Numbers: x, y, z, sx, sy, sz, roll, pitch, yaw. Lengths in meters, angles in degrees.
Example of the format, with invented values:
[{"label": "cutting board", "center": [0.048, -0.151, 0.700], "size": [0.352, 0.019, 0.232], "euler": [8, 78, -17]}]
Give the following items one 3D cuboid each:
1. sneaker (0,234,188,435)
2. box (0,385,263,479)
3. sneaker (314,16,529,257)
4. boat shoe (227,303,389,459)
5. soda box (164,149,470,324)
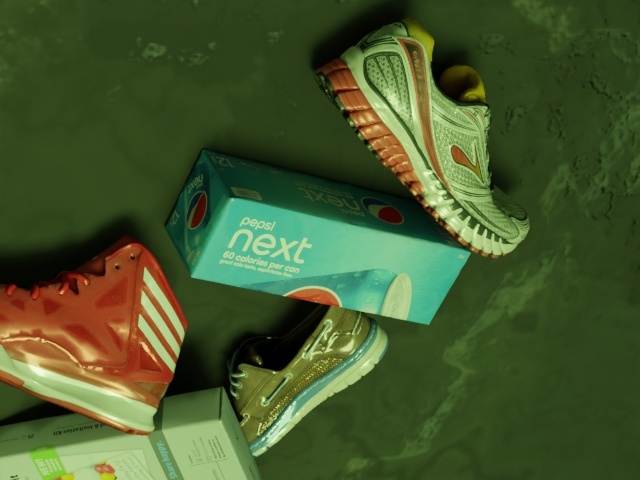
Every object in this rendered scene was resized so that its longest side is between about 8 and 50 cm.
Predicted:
[{"label": "sneaker", "center": [-0.195, 0.040, 1.164], "size": [0.221, 0.087, 0.128], "euler": [28, 79, -24]}, {"label": "box", "center": [-0.143, 0.184, 1.264], "size": [0.186, 0.038, 0.145], "euler": [-10, 132, 9]}, {"label": "sneaker", "center": [0.095, -0.069, 1.196], "size": [0.093, 0.088, 0.225], "euler": [-40, 131, 5]}, {"label": "boat shoe", "center": [-0.037, 0.105, 1.285], "size": [0.183, 0.066, 0.066], "euler": [-39, 111, 12]}, {"label": "soda box", "center": [0.000, 0.000, 1.215], "size": [0.210, 0.067, 0.071], "euler": [13, 118, -32]}]
